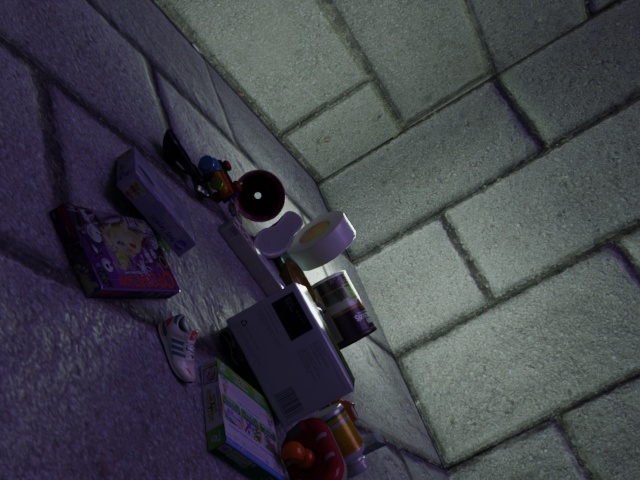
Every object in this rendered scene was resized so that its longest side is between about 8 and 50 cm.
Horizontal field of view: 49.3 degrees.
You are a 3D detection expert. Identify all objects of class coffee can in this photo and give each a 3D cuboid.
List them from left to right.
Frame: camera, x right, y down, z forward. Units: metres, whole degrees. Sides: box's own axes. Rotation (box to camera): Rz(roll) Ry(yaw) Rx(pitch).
[{"bbox_3d":[0.078,0.290,2.855,0.275,0.201,0.201,61,11,11],"label":"coffee can"}]

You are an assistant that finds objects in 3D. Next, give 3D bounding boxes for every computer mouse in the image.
[{"bbox_3d":[-0.445,-0.232,2.282,0.184,0.060,0.262,61,-1,31],"label":"computer mouse"}]

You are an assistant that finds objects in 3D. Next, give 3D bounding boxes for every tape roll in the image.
[{"bbox_3d":[0.000,0.000,2.853,0.100,0.286,0.286,55,12,-19],"label":"tape roll"}]

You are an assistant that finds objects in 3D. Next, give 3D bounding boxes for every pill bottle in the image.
[{"bbox_3d":[0.065,0.622,2.162,0.208,0.117,0.117,60,11,3],"label":"pill bottle"}]

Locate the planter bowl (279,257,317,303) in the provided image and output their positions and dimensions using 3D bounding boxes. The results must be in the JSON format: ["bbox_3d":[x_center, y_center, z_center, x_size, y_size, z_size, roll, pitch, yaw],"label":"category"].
[{"bbox_3d":[-0.105,0.180,2.619,0.217,0.090,0.217,55,13,-19],"label":"planter bowl"}]

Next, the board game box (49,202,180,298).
[{"bbox_3d":[-0.454,0.033,1.587,0.208,0.056,0.347,66,12,10],"label":"board game box"}]

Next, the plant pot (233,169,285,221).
[{"bbox_3d":[-0.243,-0.177,2.727,0.201,0.201,0.180,58,-4,-10],"label":"plant pot"}]

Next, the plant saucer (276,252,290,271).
[{"bbox_3d":[-0.135,0.100,2.826,0.195,0.037,0.195,56,11,-17],"label":"plant saucer"}]

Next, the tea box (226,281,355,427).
[{"bbox_3d":[-0.071,0.313,1.973,0.329,0.220,0.323,61,1,8],"label":"tea box"}]

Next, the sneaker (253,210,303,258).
[{"bbox_3d":[-0.178,0.007,2.679,0.126,0.127,0.321,43,36,3],"label":"sneaker"}]

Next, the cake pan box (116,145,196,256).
[{"bbox_3d":[-0.435,-0.105,1.862,0.267,0.070,0.246,54,3,-29],"label":"cake pan box"}]

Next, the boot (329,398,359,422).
[{"bbox_3d":[0.075,0.568,2.430,0.158,0.084,0.059,61,13,14],"label":"boot"}]

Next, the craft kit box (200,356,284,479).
[{"bbox_3d":[-0.189,0.441,1.681,0.250,0.061,0.246,51,17,-39],"label":"craft kit box"}]

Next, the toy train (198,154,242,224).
[{"bbox_3d":[-0.340,-0.179,2.438,0.248,0.105,0.143,63,5,14],"label":"toy train"}]

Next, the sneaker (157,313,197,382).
[{"bbox_3d":[-0.311,0.243,1.592,0.161,0.075,0.057,63,12,19],"label":"sneaker"}]

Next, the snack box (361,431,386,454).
[{"bbox_3d":[0.134,0.672,2.267,0.100,0.141,0.037,41,22,-59],"label":"snack box"}]

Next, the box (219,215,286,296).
[{"bbox_3d":[-0.233,0.064,2.423,0.324,0.067,0.063,55,12,-20],"label":"box"}]

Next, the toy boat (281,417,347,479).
[{"bbox_3d":[-0.038,0.540,1.721,0.151,0.151,0.231,36,15,-41],"label":"toy boat"}]

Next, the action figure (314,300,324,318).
[{"bbox_3d":[-0.051,0.372,2.348,0.330,0.178,0.341,-4,91,-70],"label":"action figure"}]

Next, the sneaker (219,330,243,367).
[{"bbox_3d":[-0.233,0.295,1.893,0.109,0.040,0.044,64,10,17],"label":"sneaker"}]
